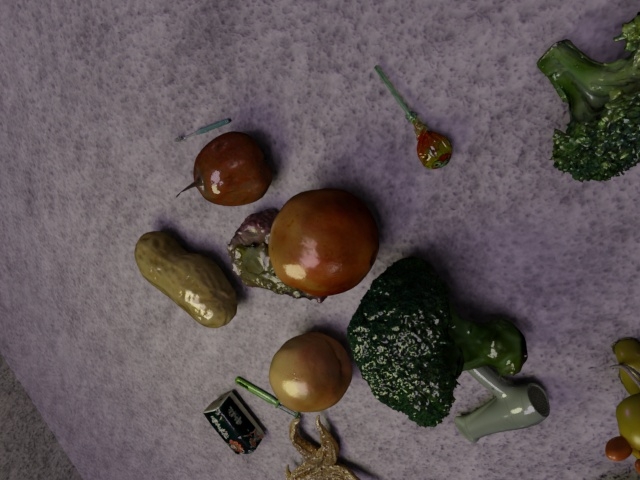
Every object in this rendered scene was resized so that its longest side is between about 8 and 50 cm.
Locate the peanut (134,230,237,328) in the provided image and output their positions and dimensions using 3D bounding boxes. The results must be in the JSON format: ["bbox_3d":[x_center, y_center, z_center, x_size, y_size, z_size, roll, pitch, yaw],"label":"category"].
[{"bbox_3d":[-0.331,0.086,1.048,0.319,0.147,0.147,39,126,13],"label":"peanut"}]

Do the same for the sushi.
[{"bbox_3d":[-0.099,0.055,0.920,0.241,0.107,0.161,49,130,-1],"label":"sushi"}]

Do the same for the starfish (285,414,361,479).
[{"bbox_3d":[0.025,0.617,1.157,0.302,0.060,0.299,33,121,14],"label":"starfish"}]

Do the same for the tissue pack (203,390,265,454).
[{"bbox_3d":[-0.255,0.541,1.253,0.103,0.090,0.170,-33,95,39],"label":"tissue pack"}]

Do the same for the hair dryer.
[{"bbox_3d":[0.299,0.286,0.852,0.237,0.075,0.206,49,133,9],"label":"hair dryer"}]

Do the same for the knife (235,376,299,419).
[{"bbox_3d":[-0.152,0.434,1.189,0.212,0.015,0.054,23,122,17],"label":"knife"}]

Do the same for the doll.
[{"bbox_3d":[0.499,0.254,0.621,0.143,0.221,0.135,-10,112,36],"label":"doll"}]

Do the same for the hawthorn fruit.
[{"bbox_3d":[-0.190,-0.140,0.835,0.149,0.189,0.149,176,90,-71],"label":"hawthorn fruit"}]

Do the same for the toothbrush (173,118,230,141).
[{"bbox_3d":[-0.258,-0.237,0.915,0.167,0.014,0.011,-9,100,32],"label":"toothbrush"}]

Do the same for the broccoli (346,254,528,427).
[{"bbox_3d":[0.191,0.172,0.751,0.297,0.297,0.297,4,122,-12],"label":"broccoli"}]

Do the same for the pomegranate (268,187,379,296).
[{"bbox_3d":[0.006,0.000,0.771,0.209,0.209,0.209,12,119,23],"label":"pomegranate"}]

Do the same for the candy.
[{"bbox_3d":[0.147,-0.204,0.694,0.060,0.060,0.201,-35,87,36],"label":"candy"}]

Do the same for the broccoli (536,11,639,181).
[{"bbox_3d":[0.355,-0.185,0.531,0.194,0.194,0.219,30,148,13],"label":"broccoli"}]

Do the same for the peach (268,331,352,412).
[{"bbox_3d":[-0.018,0.296,0.950,0.184,0.184,0.184,12,119,23],"label":"peach"}]
